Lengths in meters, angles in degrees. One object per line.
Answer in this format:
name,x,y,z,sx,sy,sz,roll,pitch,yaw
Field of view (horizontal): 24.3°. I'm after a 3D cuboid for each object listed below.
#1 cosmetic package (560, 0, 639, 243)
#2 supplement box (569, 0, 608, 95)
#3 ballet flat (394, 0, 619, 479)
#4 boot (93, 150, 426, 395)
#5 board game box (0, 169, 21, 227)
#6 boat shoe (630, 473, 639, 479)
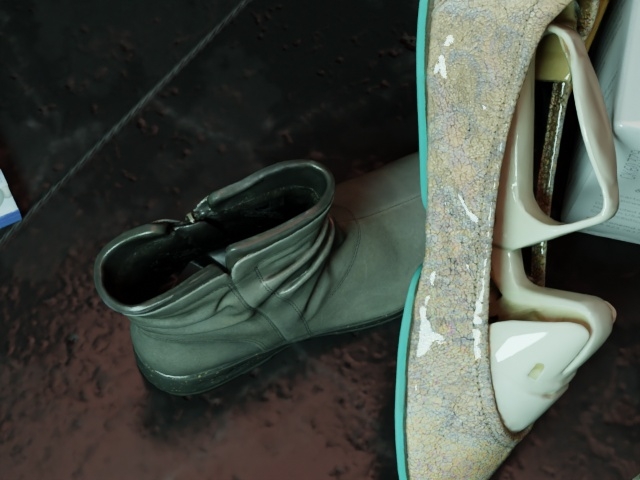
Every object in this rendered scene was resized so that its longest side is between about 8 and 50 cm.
cosmetic package,0.239,-0.099,0.864,0.151,0.151,0.183,14,69,2
supplement box,0.130,-0.157,0.834,0.080,0.233,0.078,21,57,8
ballet flat,0.101,0.006,0.778,0.106,0.107,0.315,5,100,26
boot,0.000,0.000,0.810,0.247,0.161,0.083,-28,73,-13
board game box,-0.238,-0.035,0.889,0.090,0.020,0.090,-23,72,-12
boat shoe,0.353,0.275,0.711,0.500,0.156,0.187,25,31,12
